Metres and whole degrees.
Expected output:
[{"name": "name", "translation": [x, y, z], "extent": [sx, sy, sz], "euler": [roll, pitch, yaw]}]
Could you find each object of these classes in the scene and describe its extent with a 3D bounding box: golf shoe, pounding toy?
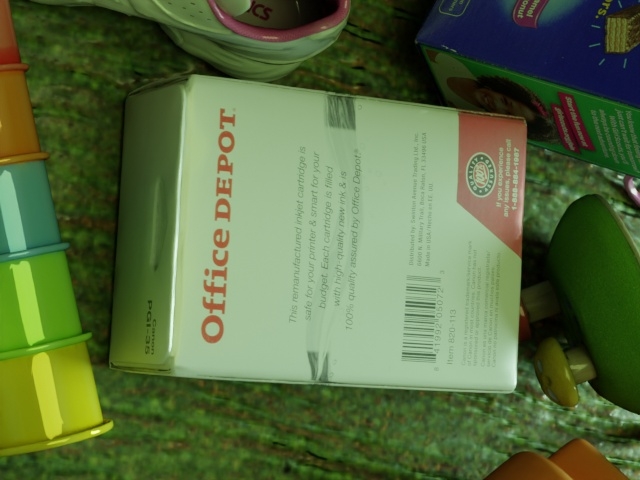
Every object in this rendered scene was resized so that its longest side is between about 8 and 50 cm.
[{"name": "golf shoe", "translation": [-0.114, -0.203, 1.328], "extent": [0.306, 0.140, 0.115], "euler": [17, 81, -25]}, {"name": "pounding toy", "translation": [0.203, 0.091, 1.490], "extent": [0.110, 0.183, 0.237], "euler": [-21, 102, -2]}]

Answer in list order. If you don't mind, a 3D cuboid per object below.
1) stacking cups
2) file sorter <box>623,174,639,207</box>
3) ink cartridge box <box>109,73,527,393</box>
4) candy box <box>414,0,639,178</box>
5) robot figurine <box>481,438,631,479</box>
[{"name": "stacking cups", "translation": [-0.213, -0.018, 1.290], "extent": [0.096, 0.096, 0.316], "euler": [-13, 94, -28]}, {"name": "file sorter", "translation": [0.416, -0.100, 1.583], "extent": [0.202, 0.182, 0.291], "euler": [44, 70, -21]}, {"name": "ink cartridge box", "translation": [0.000, 0.000, 1.392], "extent": [0.283, 0.117, 0.207], "euler": [5, 86, -28]}, {"name": "candy box", "translation": [0.274, -0.183, 1.435], "extent": [0.268, 0.317, 0.122], "euler": [-60, 148, -16]}, {"name": "robot figurine", "translation": [0.138, 0.243, 1.442], "extent": [0.219, 0.158, 0.128], "euler": [-38, 93, -13]}]
